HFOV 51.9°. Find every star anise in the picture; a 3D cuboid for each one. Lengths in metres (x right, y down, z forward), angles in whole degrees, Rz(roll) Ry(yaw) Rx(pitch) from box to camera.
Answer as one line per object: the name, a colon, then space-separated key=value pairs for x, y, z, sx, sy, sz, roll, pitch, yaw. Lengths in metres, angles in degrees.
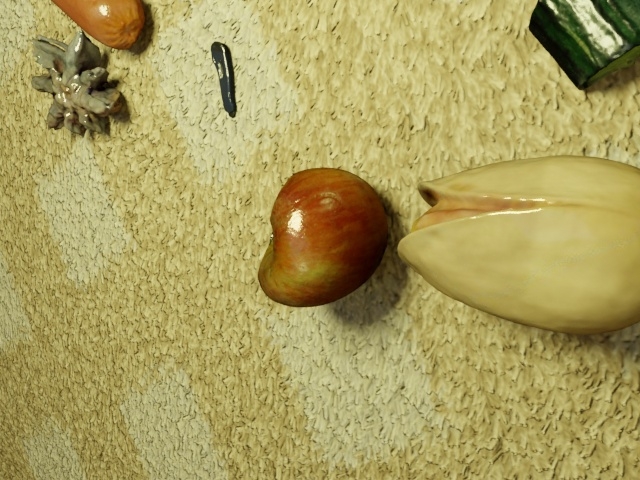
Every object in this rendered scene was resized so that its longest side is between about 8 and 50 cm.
star anise: x=-0.455 y=-0.286 z=1.228 sx=0.236 sy=0.093 sz=0.229 roll=33 pitch=129 yaw=22

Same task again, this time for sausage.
sausage: x=-0.404 y=-0.431 z=1.157 sx=0.259 sy=0.113 sz=0.114 roll=41 pitch=121 yaw=25

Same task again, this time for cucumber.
cucumber: x=0.286 y=-0.224 z=0.683 sx=0.116 sy=0.062 sz=0.115 roll=-42 pitch=69 yaw=35

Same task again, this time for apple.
apple: x=0.000 y=0.000 z=0.882 sx=0.160 sy=0.173 sz=0.195 roll=30 pitch=120 yaw=33

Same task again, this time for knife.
knife: x=-0.153 y=-0.257 z=1.050 sx=0.031 sy=0.018 sz=0.121 roll=-2 pitch=98 yaw=32

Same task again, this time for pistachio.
pistachio: x=0.225 y=-0.003 z=0.694 sx=0.299 sy=0.187 sz=0.188 roll=6 pitch=103 yaw=34
